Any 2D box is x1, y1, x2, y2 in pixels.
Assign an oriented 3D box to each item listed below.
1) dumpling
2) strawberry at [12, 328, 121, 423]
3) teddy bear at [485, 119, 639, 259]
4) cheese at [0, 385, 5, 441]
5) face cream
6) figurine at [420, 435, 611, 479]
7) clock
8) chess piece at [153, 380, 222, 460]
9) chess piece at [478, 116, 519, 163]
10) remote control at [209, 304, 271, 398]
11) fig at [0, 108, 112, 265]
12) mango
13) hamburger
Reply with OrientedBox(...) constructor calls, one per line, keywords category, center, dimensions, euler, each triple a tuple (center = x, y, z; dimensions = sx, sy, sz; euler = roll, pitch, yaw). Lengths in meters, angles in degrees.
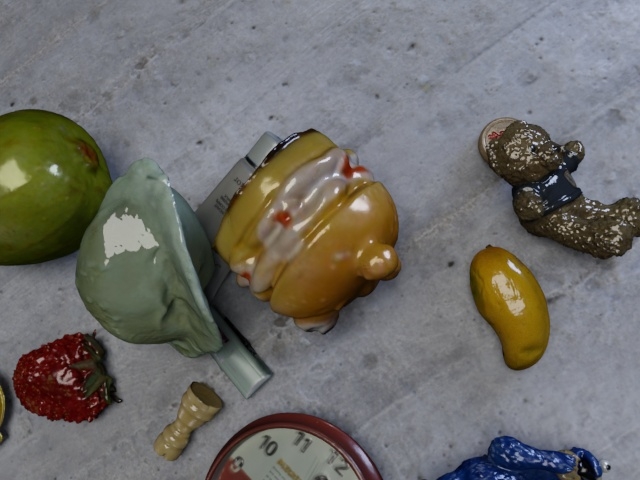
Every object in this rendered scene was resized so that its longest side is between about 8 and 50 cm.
OrientedBox(category="dumpling", center=(-0.264, 0.060, 0.874), dimensions=(0.211, 0.321, 0.270), euler=(-15, 70, 1))
OrientedBox(category="strawberry", center=(-0.470, 0.255, 0.993), dimensions=(0.208, 0.087, 0.167), euler=(-25, 75, 9))
OrientedBox(category="teddy bear", center=(0.346, -0.063, 0.837), dimensions=(0.251, 0.182, 0.129), euler=(48, 134, 7))
OrientedBox(category="cheese", center=(-0.667, 0.281, 1.047), dimensions=(0.156, 0.064, 0.250), euler=(-39, 75, 2))
OrientedBox(category="face cream", center=(-0.154, -0.044, 0.987), dimensions=(0.143, 0.089, 0.314), euler=(42, 102, 17))
OrientedBox(category="figurine", center=(0.268, 0.350, 0.783), dimensions=(0.262, 0.121, 0.164), euler=(-5, 84, -4))
OrientedBox(category="clock", center=(-0.043, 0.425, 0.855), dimensions=(0.318, 0.080, 0.319), euler=(-5, 75, 20))
OrientedBox(category="chess piece", center=(-0.223, 0.301, 0.938), dimensions=(0.066, 0.066, 0.122), euler=(39, 96, 18))
OrientedBox(category="chess piece", center=(0.297, -0.157, 0.912), dimensions=(0.083, 0.038, 0.084), euler=(-3, 80, 15))
OrientedBox(category="remote control", center=(-0.154, 0.185, 0.958), dimensions=(0.065, 0.029, 0.166), euler=(-45, 72, 3))
OrientedBox(category="fig", center=(-0.522, -0.077, 0.993), dimensions=(0.326, 0.258, 0.258), euler=(-27, 73, 25))
OrientedBox(category="mango", center=(0.284, 0.095, 0.845), dimensions=(0.098, 0.075, 0.190), euler=(-25, 77, 24))
OrientedBox(category="hamburger", center=(0.000, 0.000, 0.845), dimensions=(0.236, 0.276, 0.276), euler=(41, 90, 9))
